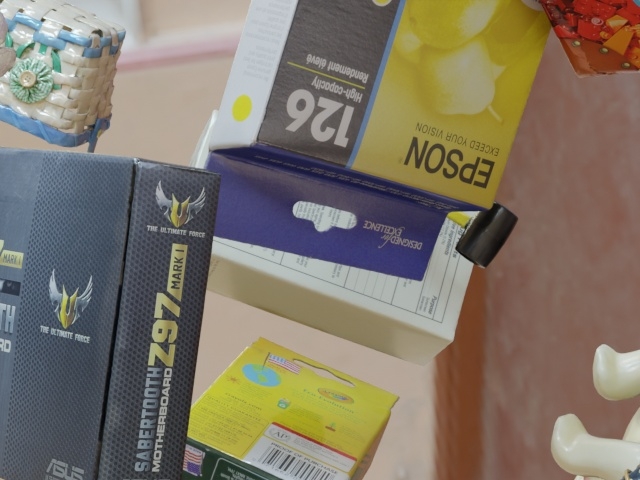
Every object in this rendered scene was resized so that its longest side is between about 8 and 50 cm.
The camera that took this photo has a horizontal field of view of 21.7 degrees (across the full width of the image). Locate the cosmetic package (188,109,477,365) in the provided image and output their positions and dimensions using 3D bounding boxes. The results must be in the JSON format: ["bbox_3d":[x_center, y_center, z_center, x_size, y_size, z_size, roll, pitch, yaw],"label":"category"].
[{"bbox_3d":[0.000,0.000,1.743,0.113,0.309,0.160,128,161,-65],"label":"cosmetic package"}]

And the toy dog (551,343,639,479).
[{"bbox_3d":[0.426,0.245,1.729,0.408,0.395,0.285,-49,14,41],"label":"toy dog"}]

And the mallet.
[{"bbox_3d":[0.122,-0.041,1.631,0.039,0.062,0.189,35,-173,-42],"label":"mallet"}]

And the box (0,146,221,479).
[{"bbox_3d":[-0.153,0.042,0.935,0.232,0.059,0.183,8,90,50],"label":"box"}]

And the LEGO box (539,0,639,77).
[{"bbox_3d":[0.397,-0.330,1.308,0.372,0.500,0.193,52,-135,-46],"label":"LEGO box"}]

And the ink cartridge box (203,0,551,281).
[{"bbox_3d":[0.055,-0.124,1.431,0.072,0.303,0.307,19,95,46],"label":"ink cartridge box"}]

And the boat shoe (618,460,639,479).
[{"bbox_3d":[0.258,0.187,1.286,0.065,0.083,0.183,74,-154,-66],"label":"boat shoe"}]

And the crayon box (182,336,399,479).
[{"bbox_3d":[-0.042,0.232,1.951,0.318,0.202,0.081,-44,-25,-66],"label":"crayon box"}]

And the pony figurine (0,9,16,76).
[{"bbox_3d":[-0.430,-0.157,1.110,0.363,0.351,0.303,62,-173,31],"label":"pony figurine"}]

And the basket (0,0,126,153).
[{"bbox_3d":[-0.401,-0.183,2.193,0.201,0.254,0.289,-46,-22,-66],"label":"basket"}]
